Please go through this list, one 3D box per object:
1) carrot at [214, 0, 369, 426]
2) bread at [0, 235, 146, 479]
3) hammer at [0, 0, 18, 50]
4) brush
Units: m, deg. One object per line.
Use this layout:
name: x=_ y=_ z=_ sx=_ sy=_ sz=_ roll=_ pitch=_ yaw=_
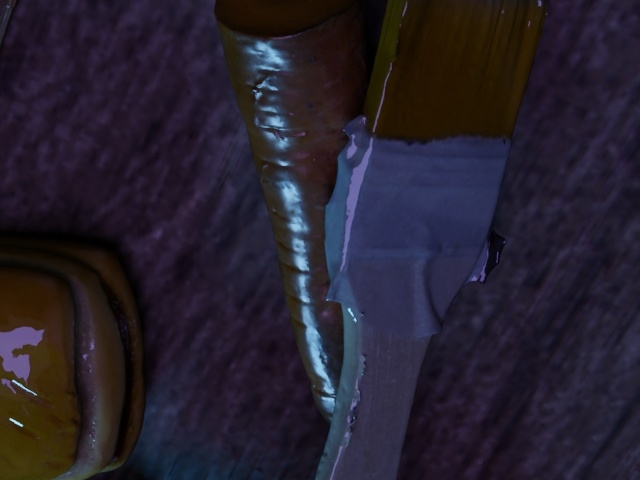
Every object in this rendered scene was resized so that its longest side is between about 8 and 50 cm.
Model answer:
carrot: x=0.000 y=0.000 z=0.642 sx=0.057 sy=0.057 sz=0.224 roll=-2 pitch=123 yaw=7
bread: x=-0.176 y=0.054 z=0.682 sx=0.200 sy=0.077 sz=0.116 roll=3 pitch=113 yaw=4
hammer: x=-0.127 y=-0.078 z=0.631 sx=0.029 sy=0.014 sz=0.123 roll=18 pitch=118 yaw=-15
brush: x=0.021 y=0.061 z=0.642 sx=0.085 sy=0.020 sz=0.337 roll=-2 pitch=115 yaw=-36
